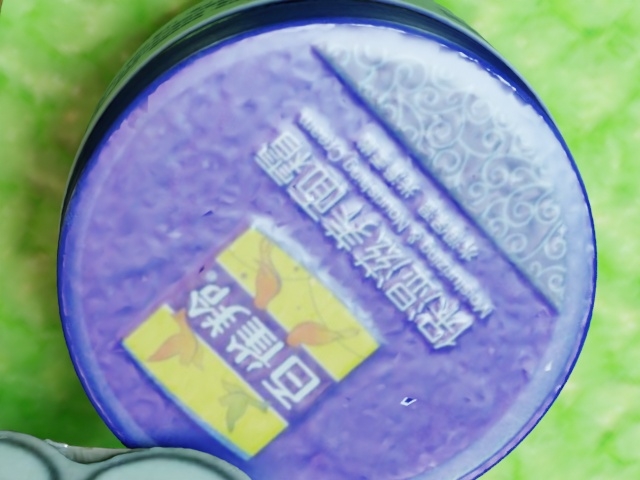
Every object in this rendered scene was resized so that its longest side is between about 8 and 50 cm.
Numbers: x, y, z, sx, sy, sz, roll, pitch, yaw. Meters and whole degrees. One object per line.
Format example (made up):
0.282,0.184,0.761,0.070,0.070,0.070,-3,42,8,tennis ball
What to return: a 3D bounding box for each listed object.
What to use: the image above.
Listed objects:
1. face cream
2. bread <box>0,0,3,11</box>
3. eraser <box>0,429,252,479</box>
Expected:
0.000,0.000,0.729,0.206,0.111,0.206,-1,107,-4,face cream
-0.214,-0.105,0.696,0.189,0.077,0.114,4,126,-8,bread
-0.092,0.212,0.744,0.171,0.087,0.290,7,128,7,eraser
